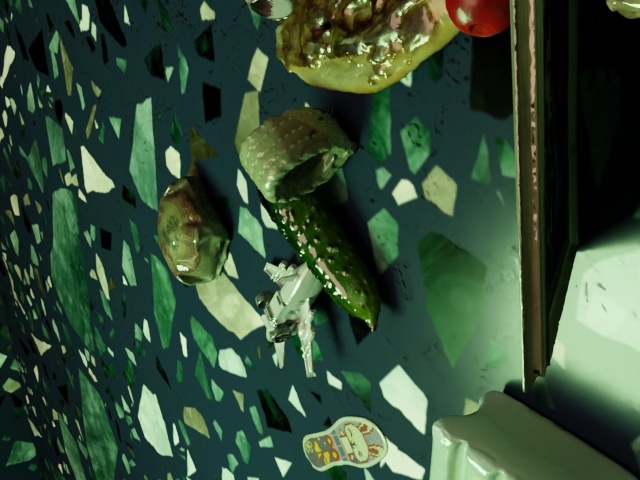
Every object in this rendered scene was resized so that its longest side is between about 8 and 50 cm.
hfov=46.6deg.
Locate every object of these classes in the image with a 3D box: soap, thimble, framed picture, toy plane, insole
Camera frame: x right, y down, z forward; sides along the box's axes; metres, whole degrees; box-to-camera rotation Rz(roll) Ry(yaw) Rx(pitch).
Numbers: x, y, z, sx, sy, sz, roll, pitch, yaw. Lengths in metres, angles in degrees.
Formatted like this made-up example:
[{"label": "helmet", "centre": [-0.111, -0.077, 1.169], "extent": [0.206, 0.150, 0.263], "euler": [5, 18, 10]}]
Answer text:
[{"label": "soap", "centre": [0.172, 0.289, 0.659], "extent": [0.160, 0.088, 0.265], "euler": [29, 128, 45]}, {"label": "thimble", "centre": [-0.023, -0.089, 0.752], "extent": [0.062, 0.110, 0.084], "euler": [54, 166, 20]}, {"label": "framed picture", "centre": [0.139, -0.093, 0.438], "extent": [0.019, 0.232, 0.296], "euler": [1, 109, 23]}, {"label": "toy plane", "centre": [-0.035, 0.076, 0.885], "extent": [0.171, 0.066, 0.162], "euler": [110, 142, -49]}, {"label": "insole", "centre": [0.026, 0.256, 0.930], "extent": [0.197, 0.004, 0.065], "euler": [-35, 76, 55]}]

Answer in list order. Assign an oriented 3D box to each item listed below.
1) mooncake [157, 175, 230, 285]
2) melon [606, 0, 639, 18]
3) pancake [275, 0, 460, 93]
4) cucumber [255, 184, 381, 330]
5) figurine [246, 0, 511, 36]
[{"label": "mooncake", "centre": [-0.189, -0.014, 1.054], "extent": [0.125, 0.073, 0.130], "euler": [55, 141, 27]}, {"label": "melon", "centre": [0.184, -0.271, 0.238], "extent": [0.272, 0.272, 0.307], "euler": [-18, 97, 56]}, {"label": "pancake", "centre": [0.033, -0.250, 0.664], "extent": [0.266, 0.057, 0.244], "euler": [-28, 73, 52]}, {"label": "cucumber", "centre": [0.000, 0.000, 0.799], "extent": [0.227, 0.069, 0.069], "euler": [56, 143, 17]}, {"label": "figurine", "centre": [0.058, -0.253, 0.483], "extent": [0.176, 0.186, 0.287], "euler": [-13, 59, 40]}]
